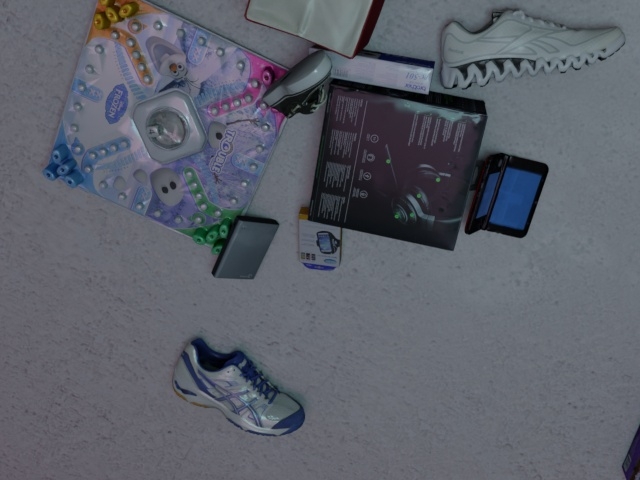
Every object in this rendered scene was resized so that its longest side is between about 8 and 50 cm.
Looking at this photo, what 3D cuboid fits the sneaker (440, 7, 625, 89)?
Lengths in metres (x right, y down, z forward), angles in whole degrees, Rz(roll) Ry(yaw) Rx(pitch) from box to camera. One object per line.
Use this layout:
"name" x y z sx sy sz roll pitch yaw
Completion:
"sneaker" 0.335 -0.319 1.140 0.292 0.110 0.118 -6 102 13

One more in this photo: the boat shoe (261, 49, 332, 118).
"boat shoe" -0.024 -0.245 1.141 0.070 0.219 0.078 42 76 -17

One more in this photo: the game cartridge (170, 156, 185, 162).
"game cartridge" -0.284 -0.192 1.352 0.056 0.017 0.083 8 113 4

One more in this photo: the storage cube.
"storage cube" 0.011 -0.411 1.111 0.183 0.193 0.215 22 113 1

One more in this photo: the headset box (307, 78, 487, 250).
"headset box" 0.141 -0.137 1.230 0.283 0.131 0.246 11 113 6

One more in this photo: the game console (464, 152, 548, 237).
"game console" 0.326 -0.073 1.239 0.085 0.124 0.144 22 110 25

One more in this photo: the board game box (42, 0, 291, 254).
"board game box" -0.283 -0.205 1.308 0.390 0.050 0.390 25 112 -4

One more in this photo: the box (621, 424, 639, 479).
"box" 0.732 0.364 1.360 0.200 0.057 0.293 12 113 5

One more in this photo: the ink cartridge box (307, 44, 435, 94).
"ink cartridge box" 0.086 -0.292 1.196 0.207 0.097 0.046 12 112 6

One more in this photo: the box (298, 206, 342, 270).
"box" 0.000 0.000 1.354 0.081 0.028 0.136 8 132 8

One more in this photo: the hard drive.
"hard drive" -0.147 0.016 1.376 0.094 0.022 0.135 5 122 -40

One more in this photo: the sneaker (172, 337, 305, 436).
"sneaker" -0.165 0.305 1.478 0.296 0.112 0.131 20 114 1
